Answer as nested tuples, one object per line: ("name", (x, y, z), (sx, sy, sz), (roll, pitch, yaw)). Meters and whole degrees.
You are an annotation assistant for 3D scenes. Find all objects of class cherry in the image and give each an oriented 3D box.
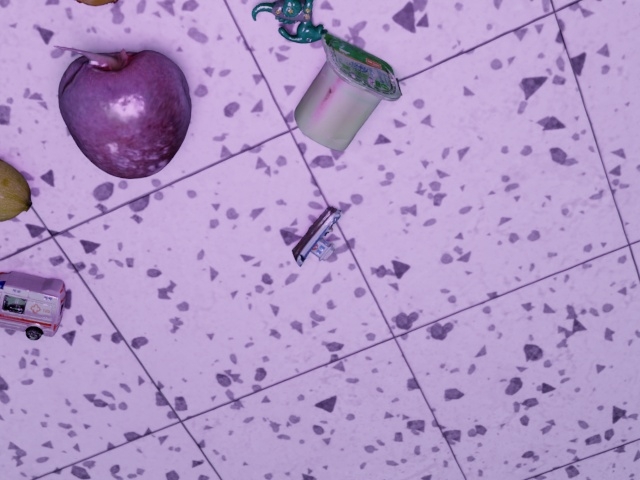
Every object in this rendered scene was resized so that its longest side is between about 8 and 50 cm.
("cherry", (-0.321, -0.218, 1.368), (0.214, 0.183, 0.266), (1, 133, 6))

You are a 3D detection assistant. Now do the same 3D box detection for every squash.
("squash", (-0.631, -0.100, 1.447), (0.247, 0.132, 0.132), (10, 117, -10))

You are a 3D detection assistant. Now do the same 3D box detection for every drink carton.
("drink carton", (0.036, -0.238, 1.397), (0.146, 0.144, 0.142), (22, 123, -24))

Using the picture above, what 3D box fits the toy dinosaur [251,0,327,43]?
("toy dinosaur", (-0.048, -0.375, 1.370), (0.133, 0.059, 0.096), (3, 123, -13))

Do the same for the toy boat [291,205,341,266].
("toy boat", (0.000, 0.000, 1.561), (0.066, 0.059, 0.140), (39, 113, -2))

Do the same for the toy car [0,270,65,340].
("toy car", (-0.596, 0.113, 1.579), (0.210, 0.089, 0.108), (13, 116, -11))

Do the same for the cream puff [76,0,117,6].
("cream puff", (-0.364, -0.443, 1.302), (0.149, 0.084, 0.149), (-1, 122, -2))
